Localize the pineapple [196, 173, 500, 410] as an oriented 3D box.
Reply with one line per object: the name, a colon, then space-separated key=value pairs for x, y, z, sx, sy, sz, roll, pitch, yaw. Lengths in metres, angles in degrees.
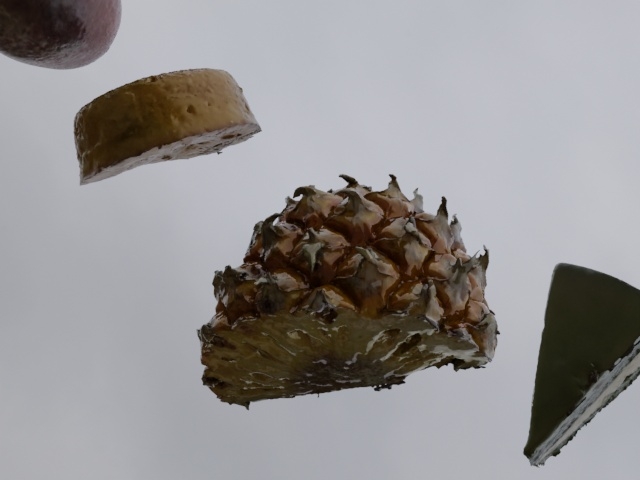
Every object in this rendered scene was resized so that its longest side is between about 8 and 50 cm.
pineapple: x=0.000 y=-0.003 z=0.854 sx=0.344 sy=0.286 sz=0.209 roll=-13 pitch=-43 yaw=23

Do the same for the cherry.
cherry: x=-0.435 y=-0.389 z=1.244 sx=0.213 sy=0.236 sz=0.285 roll=36 pitch=-5 yaw=48

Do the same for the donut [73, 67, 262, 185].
donut: x=-0.231 y=-0.168 z=1.172 sx=0.277 sy=0.277 sz=0.109 roll=-17 pitch=-88 yaw=43

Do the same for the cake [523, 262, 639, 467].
cake: x=0.348 y=0.171 z=1.158 sx=0.284 sy=0.158 sz=0.172 roll=-49 pitch=-126 yaw=3
